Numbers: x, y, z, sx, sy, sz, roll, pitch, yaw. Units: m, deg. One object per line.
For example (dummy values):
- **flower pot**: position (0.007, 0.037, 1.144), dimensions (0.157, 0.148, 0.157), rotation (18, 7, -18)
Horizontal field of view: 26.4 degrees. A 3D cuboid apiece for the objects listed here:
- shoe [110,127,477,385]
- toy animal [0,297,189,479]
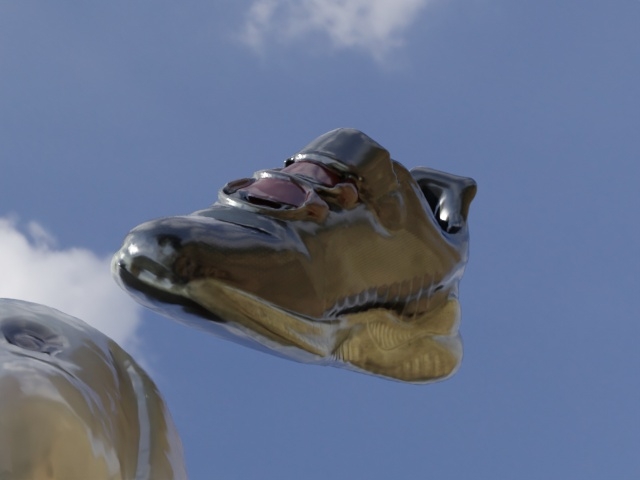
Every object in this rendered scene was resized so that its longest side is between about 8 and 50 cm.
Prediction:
- **shoe**: position (0.000, 0.000, 0.632), dimensions (0.227, 0.099, 0.112), rotation (21, -92, -54)
- **toy animal**: position (-0.138, 0.159, 0.523), dimensions (0.289, 0.249, 0.174), rotation (-56, -30, -27)
